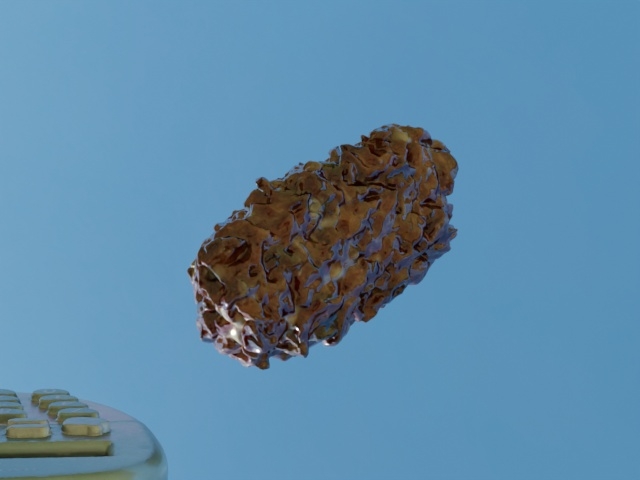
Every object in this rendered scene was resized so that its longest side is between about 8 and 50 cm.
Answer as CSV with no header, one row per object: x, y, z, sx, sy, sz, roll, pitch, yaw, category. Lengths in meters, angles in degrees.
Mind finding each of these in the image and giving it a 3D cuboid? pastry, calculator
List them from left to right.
-0.166,0.108,0.723,0.184,0.295,0.042,1,-86,-12,calculator
0.001,0.002,0.956,0.208,0.097,0.115,-34,-83,-35,pastry
